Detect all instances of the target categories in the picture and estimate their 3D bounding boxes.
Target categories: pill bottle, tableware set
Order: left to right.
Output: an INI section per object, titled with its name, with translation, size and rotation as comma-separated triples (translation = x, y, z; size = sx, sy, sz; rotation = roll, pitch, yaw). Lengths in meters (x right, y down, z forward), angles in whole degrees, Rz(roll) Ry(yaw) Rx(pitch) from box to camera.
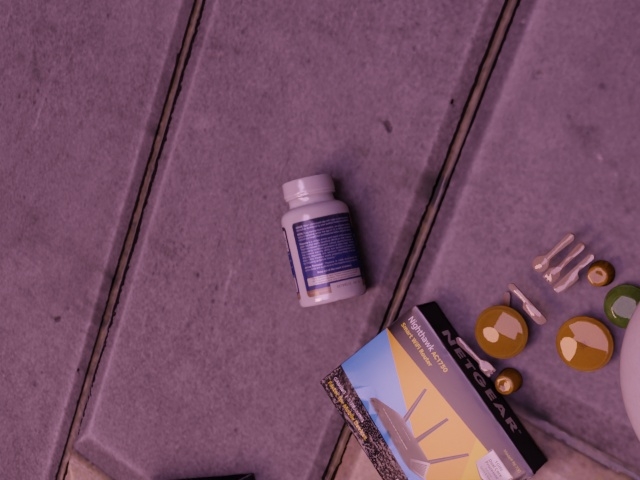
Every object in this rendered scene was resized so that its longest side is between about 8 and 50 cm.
[pill bottle]
translation = 0.000, 0.000, 0.861
size = 0.067, 0.067, 0.120
rotation = -14, 87, 31
[tableware set]
translation = 0.201, 0.075, 0.775
size = 0.104, 0.024, 0.154
rotation = 48, 114, 15

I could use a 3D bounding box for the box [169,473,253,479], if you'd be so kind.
[box]
translation = -0.143, 0.341, 0.958
size = 0.158, 0.093, 0.156
rotation = -14, 87, 32

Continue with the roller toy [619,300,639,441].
[roller toy]
translation = 0.319, 0.095, 0.632
size = 0.209, 0.146, 0.191
rotation = 30, 99, 32

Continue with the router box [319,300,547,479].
[router box]
translation = 0.100, 0.165, 0.826
size = 0.133, 0.046, 0.179
rotation = -43, 73, 26
